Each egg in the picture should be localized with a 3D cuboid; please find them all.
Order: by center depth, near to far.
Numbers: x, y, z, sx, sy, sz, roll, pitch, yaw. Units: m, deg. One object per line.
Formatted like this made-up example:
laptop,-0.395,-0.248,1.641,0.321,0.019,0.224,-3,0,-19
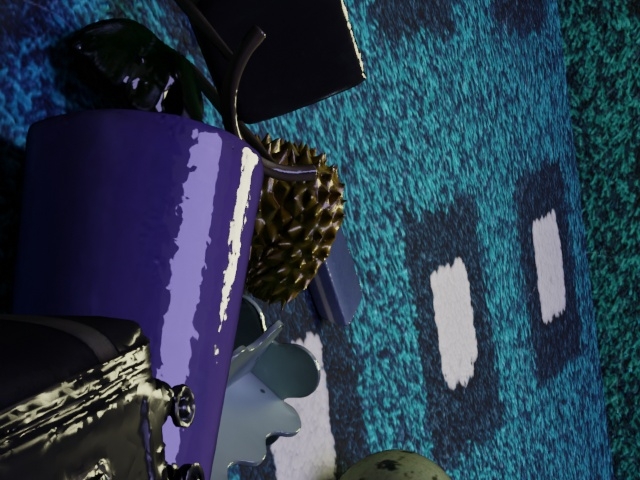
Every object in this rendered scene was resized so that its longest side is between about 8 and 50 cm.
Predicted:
egg,0.093,0.346,2.051,0.228,0.177,0.177,-71,150,-73

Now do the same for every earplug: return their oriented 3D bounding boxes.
earplug,-0.176,0.128,1.410,0.215,0.215,0.455,40,52,-60

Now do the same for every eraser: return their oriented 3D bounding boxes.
eraser,0.000,0.000,2.080,0.082,0.036,0.225,-65,143,-52

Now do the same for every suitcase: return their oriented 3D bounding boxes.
suitcase,-0.273,0.160,1.050,0.434,0.283,0.194,-25,112,-66

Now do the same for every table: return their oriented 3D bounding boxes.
table,-0.118,0.161,1.614,0.198,0.167,0.166,-32,115,-57

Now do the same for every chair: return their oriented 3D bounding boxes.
chair,-0.050,-0.201,1.669,0.272,0.166,0.188,-119,-173,-50

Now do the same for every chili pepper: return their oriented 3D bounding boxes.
chili pepper,-0.153,-0.114,1.622,0.148,0.116,0.264,-76,152,-44

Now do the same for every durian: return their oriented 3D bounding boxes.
durian,-0.049,-0.036,1.885,0.182,0.165,0.132,-54,172,-27
